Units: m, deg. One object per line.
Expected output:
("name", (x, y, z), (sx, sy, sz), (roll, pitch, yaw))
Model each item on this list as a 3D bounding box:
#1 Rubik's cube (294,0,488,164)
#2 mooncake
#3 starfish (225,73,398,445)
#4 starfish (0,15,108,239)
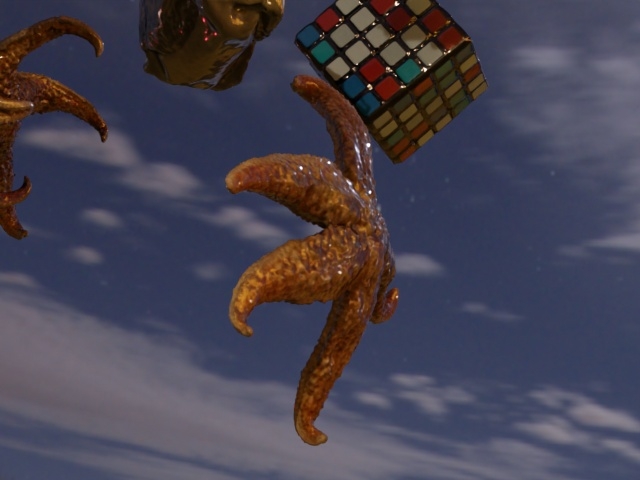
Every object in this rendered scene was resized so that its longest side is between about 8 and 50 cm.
("Rubik's cube", (0.102, -0.247, 1.479), (0.187, 0.184, 0.182), (-42, -21, 3))
("mooncake", (-0.127, -0.308, 1.169), (0.136, 0.254, 0.250), (7, -16, -22))
("starfish", (0.010, -0.003, 0.929), (0.094, 0.326, 0.375), (-5, -30, 20))
("starfish", (-0.232, -0.085, 0.828), (0.074, 0.146, 0.189), (32, -41, 10))
